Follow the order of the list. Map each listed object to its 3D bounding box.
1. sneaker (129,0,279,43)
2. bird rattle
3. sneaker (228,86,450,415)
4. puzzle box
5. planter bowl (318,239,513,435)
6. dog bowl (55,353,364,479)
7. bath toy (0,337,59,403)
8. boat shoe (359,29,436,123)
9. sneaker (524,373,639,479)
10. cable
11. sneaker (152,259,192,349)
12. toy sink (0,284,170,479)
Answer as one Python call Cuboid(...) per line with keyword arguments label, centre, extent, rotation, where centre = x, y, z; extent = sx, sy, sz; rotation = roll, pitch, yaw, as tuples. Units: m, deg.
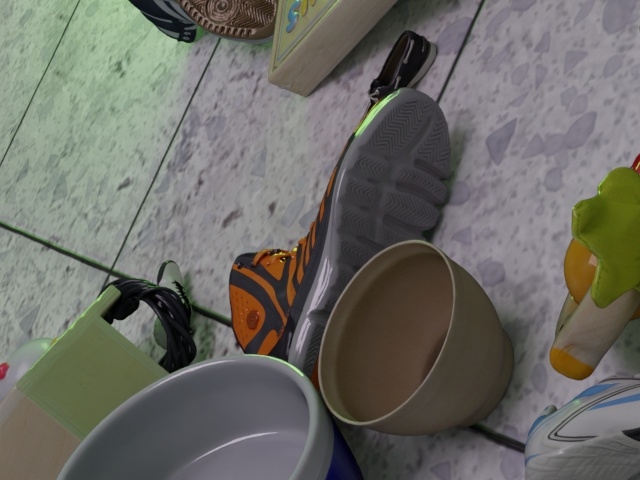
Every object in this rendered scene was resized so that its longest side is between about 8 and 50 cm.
Cuboid(label="sneaker", centre=(-0.135, -0.294, 1.916), extent=(0.282, 0.153, 0.099), rotation=(24, 83, 27))
Cuboid(label="bird rattle", centre=(0.227, -0.011, 1.132), extent=(0.253, 0.143, 0.207), rotation=(-74, 10, -53))
Cuboid(label="sneaker", centre=(0.000, 0.000, 1.468), extent=(0.180, 0.124, 0.321), rotation=(12, 77, 55))
Cuboid(label="puzzle box", centre=(0.067, -0.360, 1.622), extent=(0.409, 0.052, 0.272), rotation=(-42, 36, 52))
Cuboid(label="planter bowl", centre=(0.091, 0.095, 1.286), extent=(0.162, 0.109, 0.162), rotation=(-34, 41, 36))
Cuboid(label="dog bowl", centre=(-0.099, 0.225, 1.312), extent=(0.265, 0.104, 0.265), rotation=(-21, 31, 14))
Cuboid(label="bath toy", centre=(-0.332, 0.260, 1.712), extent=(0.129, 0.151, 0.348), rotation=(-26, 43, 22))
Cuboid(label="boat shoe", centre=(0.069, -0.155, 1.565), extent=(0.125, 0.038, 0.046), rotation=(-55, 33, 11))
Cuboid(label="sneaker", centre=(0.241, 0.121, 1.087), extent=(0.237, 0.085, 0.086), rotation=(-24, 41, 40))
Cuboid(label="cable", centre=(-0.204, 0.116, 1.696), extent=(0.150, 0.047, 0.184), rotation=(49, 123, 32))
Cuboid(label="sneaker", centre=(-0.161, 0.068, 1.725), extent=(0.043, 0.040, 0.109), rotation=(-30, 53, 34))
Cuboid(label="toy sink", centre=(-0.248, 0.180, 1.599), extent=(0.153, 0.131, 0.234), rotation=(-50, 2, 30))
